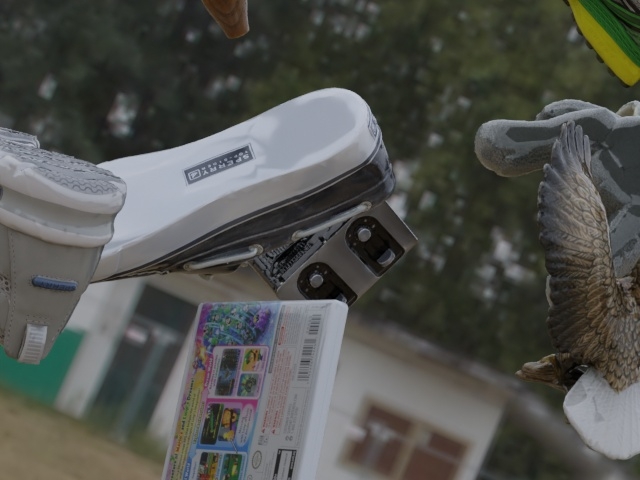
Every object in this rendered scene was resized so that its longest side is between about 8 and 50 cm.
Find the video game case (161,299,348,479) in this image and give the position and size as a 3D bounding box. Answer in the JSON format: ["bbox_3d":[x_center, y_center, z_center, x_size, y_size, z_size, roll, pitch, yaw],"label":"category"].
[{"bbox_3d":[-0.049,0.118,1.250,0.019,0.157,0.143,23,-18,-41],"label":"video game case"}]

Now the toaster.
[{"bbox_3d":[0.000,0.000,2.106,0.110,0.168,0.185,47,-1,-33],"label":"toaster"}]

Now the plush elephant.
[{"bbox_3d":[0.364,-0.037,2.119,0.272,0.330,0.255,59,-7,27],"label":"plush elephant"}]

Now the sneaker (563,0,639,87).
[{"bbox_3d":[0.295,-0.320,1.897,0.343,0.134,0.146,46,-39,5],"label":"sneaker"}]

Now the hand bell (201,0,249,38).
[{"bbox_3d":[-0.103,-0.271,1.419,0.126,0.126,0.242,17,-45,48],"label":"hand bell"}]

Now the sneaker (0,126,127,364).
[{"bbox_3d":[-0.207,-0.010,1.017,0.105,0.115,0.281,15,4,-28],"label":"sneaker"}]

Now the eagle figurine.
[{"bbox_3d":[0.302,0.044,1.809,0.225,0.298,0.226,35,40,23],"label":"eagle figurine"}]

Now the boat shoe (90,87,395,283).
[{"bbox_3d":[-0.089,-0.017,1.374,0.108,0.301,0.102,-108,174,-48],"label":"boat shoe"}]
